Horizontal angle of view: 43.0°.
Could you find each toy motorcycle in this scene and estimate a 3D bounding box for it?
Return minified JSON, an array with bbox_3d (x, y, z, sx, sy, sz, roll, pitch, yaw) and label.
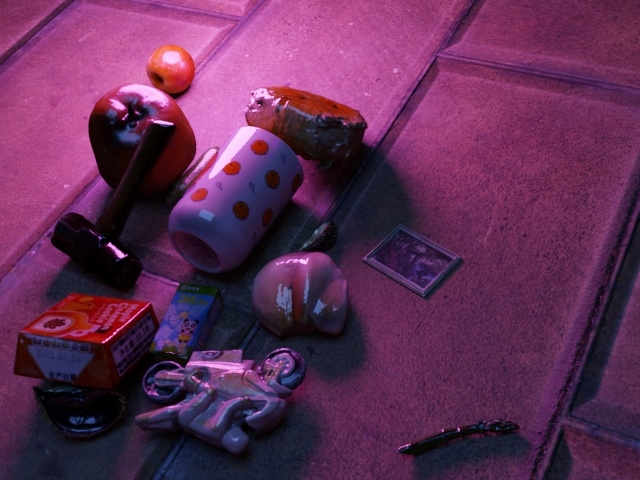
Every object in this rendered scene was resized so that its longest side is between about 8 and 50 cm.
[{"bbox_3d":[-0.197,0.321,1.615,0.340,0.108,0.223,-4,51,6],"label":"toy motorcycle"}]

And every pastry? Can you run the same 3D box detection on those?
[{"bbox_3d":[-0.031,-0.294,2.048,0.329,0.136,0.330,16,18,-5],"label":"pastry"}]

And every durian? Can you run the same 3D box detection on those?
[{"bbox_3d":[-0.004,-0.008,1.905,0.066,0.052,0.130,25,58,32],"label":"durian"},{"bbox_3d":[-0.486,0.338,1.680,0.186,0.119,0.108,-1,10,-4],"label":"durian"}]

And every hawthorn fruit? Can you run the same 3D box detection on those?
[{"bbox_3d":[-0.462,-0.270,2.055,0.267,0.301,0.268,-1,62,2],"label":"hawthorn fruit"}]

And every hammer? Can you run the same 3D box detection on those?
[{"bbox_3d":[-0.463,-0.108,1.909,0.242,0.095,0.409,34,101,27],"label":"hammer"}]

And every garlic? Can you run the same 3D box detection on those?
[{"bbox_3d":[-0.048,0.101,1.782,0.217,0.110,0.228,-7,48,10],"label":"garlic"}]

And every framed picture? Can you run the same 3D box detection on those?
[{"bbox_3d":[0.208,0.041,1.848,0.183,0.011,0.142,31,61,33],"label":"framed picture"}]

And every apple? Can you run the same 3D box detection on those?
[{"bbox_3d":[-0.434,-0.504,2.377,0.146,0.146,0.146,-6,48,6],"label":"apple"}]

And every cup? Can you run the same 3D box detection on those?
[{"bbox_3d":[-0.204,-0.086,1.909,0.212,0.212,0.317,17,55,24],"label":"cup"}]

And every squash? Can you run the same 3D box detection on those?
[{"bbox_3d":[-0.314,-0.162,2.093,0.077,0.068,0.219,33,60,14],"label":"squash"}]

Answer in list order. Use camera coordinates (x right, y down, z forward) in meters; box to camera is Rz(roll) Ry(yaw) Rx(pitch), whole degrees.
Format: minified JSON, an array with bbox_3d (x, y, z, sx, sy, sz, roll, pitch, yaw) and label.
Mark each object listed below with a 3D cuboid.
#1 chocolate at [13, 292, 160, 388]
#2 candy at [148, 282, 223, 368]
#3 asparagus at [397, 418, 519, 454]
[{"bbox_3d":[-0.486,0.205,1.716,0.234,0.108,0.237,6,20,16],"label":"chocolate"},{"bbox_3d":[-0.292,0.187,1.781,0.097,0.062,0.194,6,50,17],"label":"candy"},{"bbox_3d":[0.259,0.368,1.534,0.236,0.027,0.034,-14,52,-2],"label":"asparagus"}]
